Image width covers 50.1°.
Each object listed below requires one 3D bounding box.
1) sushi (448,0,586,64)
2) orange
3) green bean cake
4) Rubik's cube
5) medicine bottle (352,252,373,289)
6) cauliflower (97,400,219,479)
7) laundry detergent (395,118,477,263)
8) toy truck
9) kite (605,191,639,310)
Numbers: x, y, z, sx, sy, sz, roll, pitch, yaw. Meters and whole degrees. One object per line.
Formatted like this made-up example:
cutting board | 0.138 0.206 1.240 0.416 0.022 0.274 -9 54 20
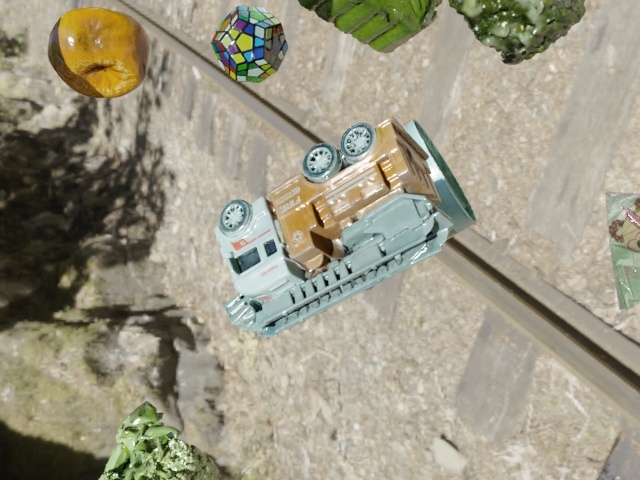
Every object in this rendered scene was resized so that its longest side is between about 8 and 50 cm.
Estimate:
sushi | 0.344 -0.509 1.269 0.178 0.352 0.294 -24 41 42
orange | -0.548 -0.489 1.718 0.249 0.249 0.183 -50 44 47
green bean cake | 0.131 -0.661 1.659 0.218 0.319 0.334 -22 49 60
Rubik's cube | -0.122 -0.339 1.185 0.112 0.133 0.133 12 99 30
medicine bottle | 0.084 0.020 1.237 0.080 0.080 0.130 55 138 48
cauliflower | -0.345 0.447 1.357 0.272 0.275 0.250 59 -165 -75
laundry detergent | 0.163 -0.085 1.606 0.305 0.287 0.287 -32 53 17
toy truck | 0.000 0.000 0.914 0.338 0.133 0.184 -31 57 19
kite | 0.466 0.024 0.885 0.250 0.229 0.012 51 166 15
